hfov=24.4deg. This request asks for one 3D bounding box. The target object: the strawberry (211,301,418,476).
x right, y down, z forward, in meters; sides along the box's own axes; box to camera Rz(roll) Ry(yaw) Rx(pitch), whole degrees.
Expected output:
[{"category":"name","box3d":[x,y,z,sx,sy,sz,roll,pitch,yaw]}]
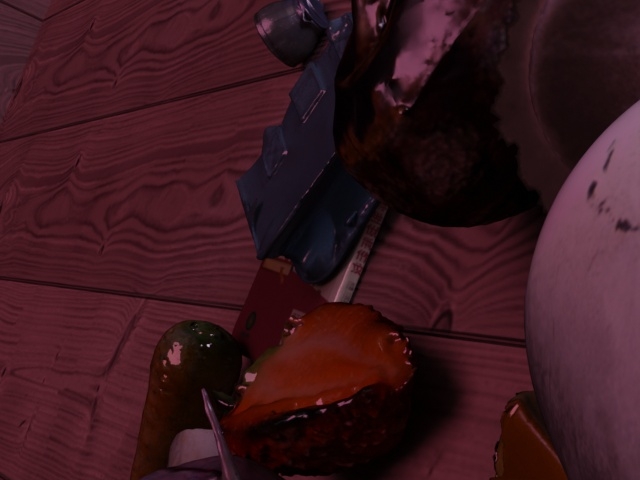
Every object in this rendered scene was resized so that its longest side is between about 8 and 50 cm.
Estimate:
[{"category":"strawberry","box3d":[0.007,0.111,1.034,0.192,0.085,0.140,-27,24,26]}]

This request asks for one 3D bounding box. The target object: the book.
[{"category":"book","box3d":[0.000,0.000,1.232,0.162,0.022,0.231,17,83,64]}]

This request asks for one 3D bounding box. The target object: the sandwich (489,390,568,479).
[{"category":"sandwich","box3d":[0.153,0.124,0.684,0.163,0.079,0.113,-15,73,62]}]

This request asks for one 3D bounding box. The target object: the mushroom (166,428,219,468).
[{"category":"mushroom","box3d":[-0.106,0.255,1.131,0.092,0.081,0.223,-22,42,43]}]

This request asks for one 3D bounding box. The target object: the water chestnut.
[{"category":"water chestnut","box3d":[0.090,-0.124,0.910,0.223,0.238,0.223,-57,14,22]}]

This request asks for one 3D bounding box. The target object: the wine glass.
[{"category":"wine glass","box3d":[0.186,0.009,0.581,0.238,0.238,0.323,-51,19,31]}]

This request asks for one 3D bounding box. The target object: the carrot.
[{"category":"carrot","box3d":[-0.139,0.211,1.269,0.078,0.078,0.298,40,113,66]}]

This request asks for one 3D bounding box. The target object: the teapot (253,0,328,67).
[{"category":"teapot","box3d":[-0.024,-0.213,1.450,0.057,0.066,0.088,-34,11,20]}]

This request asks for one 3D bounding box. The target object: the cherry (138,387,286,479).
[{"category":"cherry","box3d":[-0.073,0.250,0.951,0.213,0.184,0.266,-101,23,-56]}]

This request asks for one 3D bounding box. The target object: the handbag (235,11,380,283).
[{"category":"handbag","box3d":[0.016,-0.093,1.191,0.229,0.062,0.179,-56,25,20]}]
